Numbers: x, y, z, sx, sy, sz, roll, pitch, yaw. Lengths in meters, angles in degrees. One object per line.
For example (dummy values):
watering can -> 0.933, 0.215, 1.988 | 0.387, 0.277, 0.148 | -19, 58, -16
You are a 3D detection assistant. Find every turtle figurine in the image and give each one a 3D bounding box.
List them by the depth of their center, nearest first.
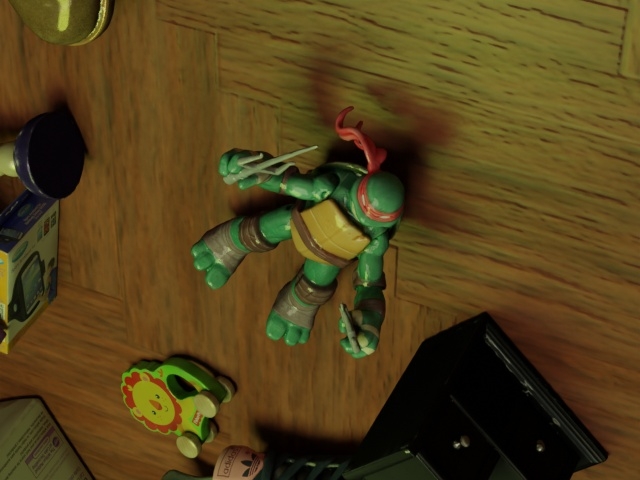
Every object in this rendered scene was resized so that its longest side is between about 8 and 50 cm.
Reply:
turtle figurine -> 0.000, 0.000, 1.255 | 0.175, 0.118, 0.234 | 56, 150, 0

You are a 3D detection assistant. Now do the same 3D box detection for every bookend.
bookend -> 0.119, 0.167, 1.292 | 0.072, 0.157, 0.156 | -29, 107, 43

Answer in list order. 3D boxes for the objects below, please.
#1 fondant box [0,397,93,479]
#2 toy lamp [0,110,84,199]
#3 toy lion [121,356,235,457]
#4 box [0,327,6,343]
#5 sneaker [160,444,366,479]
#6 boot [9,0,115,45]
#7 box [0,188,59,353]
fondant box -> -0.274, 0.350, 1.620 | 0.096, 0.238, 0.330 | -11, 119, 36
toy lamp -> -0.324, -0.062, 1.424 | 0.274, 0.080, 0.080 | 0, 125, 32
toy lion -> -0.130, 0.137, 1.510 | 0.096, 0.034, 0.100 | 36, 136, 11
box -> -0.430, 0.030, 1.451 | 0.293, 0.057, 0.201 | -2, 134, 37
sneaker -> -0.021, 0.223, 1.455 | 0.319, 0.112, 0.131 | -26, 113, 41
boot -> -0.237, -0.251, 1.166 | 0.112, 0.115, 0.305 | -3, 125, 30
box -> -0.250, 0.021, 1.445 | 0.028, 0.081, 0.136 | 24, 135, 12
